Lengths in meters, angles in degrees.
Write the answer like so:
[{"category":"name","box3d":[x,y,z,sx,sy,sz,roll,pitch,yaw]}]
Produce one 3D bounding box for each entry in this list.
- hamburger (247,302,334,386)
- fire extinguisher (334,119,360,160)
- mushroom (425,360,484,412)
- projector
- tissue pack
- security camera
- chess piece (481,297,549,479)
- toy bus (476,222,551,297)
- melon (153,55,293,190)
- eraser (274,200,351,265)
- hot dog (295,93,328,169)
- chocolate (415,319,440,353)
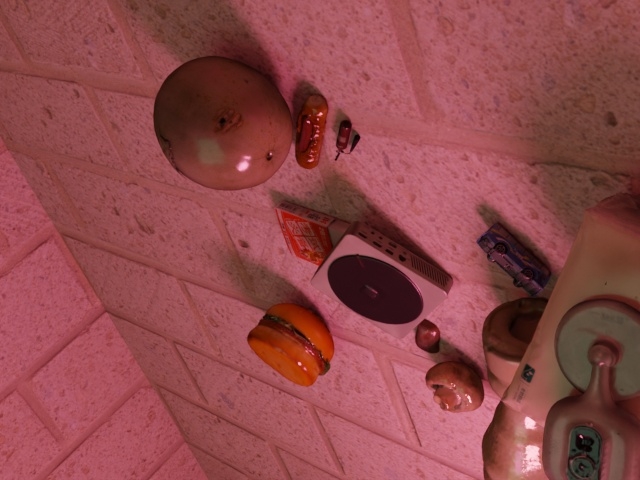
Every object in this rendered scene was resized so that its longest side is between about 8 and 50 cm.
[{"category":"hamburger","box3d":[-0.068,0.270,2.429,0.246,0.170,0.246,33,161,13]},{"category":"fire extinguisher","box3d":[0.056,-0.202,1.836,0.046,0.032,0.100,7,146,-3]},{"category":"mushroom","box3d":[0.314,0.344,2.101,0.148,0.112,0.148,40,152,27]},{"category":"projector","box3d":[0.135,0.088,2.011,0.257,0.079,0.259,32,145,-3]},{"category":"tissue pack","box3d":[0.498,0.152,1.401,0.297,0.207,0.380,29,117,27]},{"category":"security camera","box3d":[0.406,0.235,1.313,0.157,0.080,0.301,10,105,33]},{"category":"chess piece","box3d":[0.430,0.336,1.836,0.234,0.234,0.442,21,139,36]},{"category":"toy bus","box3d":[0.367,0.036,1.700,0.153,0.061,0.051,43,152,6]},{"category":"melon","box3d":[-0.213,-0.244,1.874,0.330,0.268,0.268,35,150,32]},{"category":"eraser","box3d":[0.000,0.000,2.140,0.230,0.038,0.157,21,142,38]},{"category":"hot dog","box3d":[-0.026,-0.223,1.887,0.066,0.047,0.215,40,150,15]},{"category":"chocolate","box3d":[0.251,0.231,2.121,0.065,0.031,0.100,26,144,22]}]
